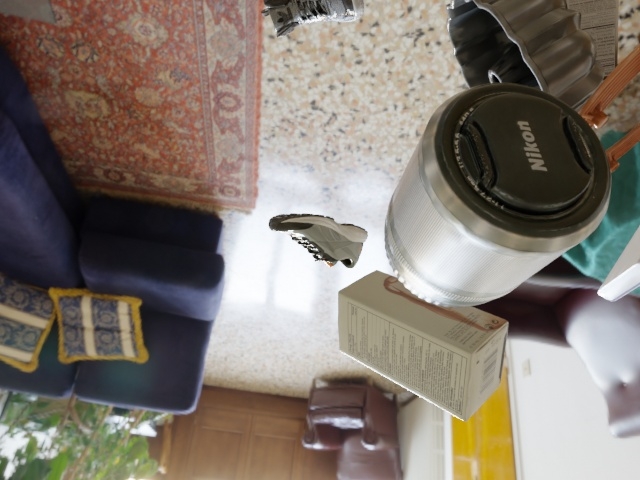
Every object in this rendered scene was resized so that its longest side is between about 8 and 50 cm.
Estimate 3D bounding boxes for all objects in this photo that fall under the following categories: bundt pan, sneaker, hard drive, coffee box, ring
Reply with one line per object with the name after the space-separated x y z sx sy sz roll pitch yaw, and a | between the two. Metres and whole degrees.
0.352 -0.301 0.879 0.124 0.331 0.331 -32 140 7 | bundt pan
-0.027 -0.493 1.100 0.153 0.268 0.101 -34 128 -14 | sneaker
0.706 -0.033 1.067 0.040 0.319 0.210 35 166 18 | hard drive
0.505 -0.439 1.013 0.098 0.141 0.247 -7 109 8 | coffee box
0.487 -0.201 0.786 0.336 0.032 0.337 -27 150 -17 | ring
0.000 0.000 1.165 0.271 0.108 0.100 16 173 -39 | sneaker

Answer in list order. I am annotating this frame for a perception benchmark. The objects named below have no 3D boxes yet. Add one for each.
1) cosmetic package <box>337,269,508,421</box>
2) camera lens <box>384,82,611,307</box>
0.182 0.183 0.973 0.296 0.129 0.153 22 125 40 | cosmetic package
0.208 -0.046 0.671 0.219 0.220 0.274 8 155 -4 | camera lens
